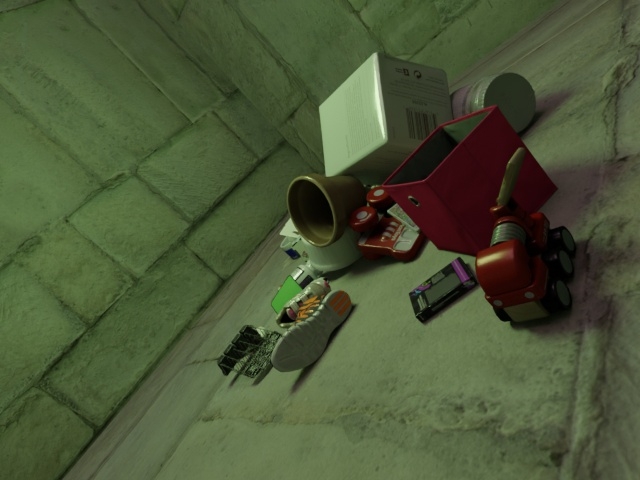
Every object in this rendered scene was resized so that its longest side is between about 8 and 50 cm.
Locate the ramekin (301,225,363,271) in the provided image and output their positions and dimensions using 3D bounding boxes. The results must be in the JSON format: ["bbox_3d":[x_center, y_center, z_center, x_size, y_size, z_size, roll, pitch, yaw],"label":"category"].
[{"bbox_3d":[0.057,-0.016,1.658,0.277,0.135,0.277,-21,29,12],"label":"ramekin"}]

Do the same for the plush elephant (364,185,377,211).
[{"bbox_3d":[0.191,-0.211,1.847,0.272,0.330,0.255,-57,37,-1],"label":"plush elephant"}]

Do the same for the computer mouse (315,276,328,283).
[{"bbox_3d":[-0.019,0.199,1.613,0.106,0.042,0.193,-37,15,30],"label":"computer mouse"}]

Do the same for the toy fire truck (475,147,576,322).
[{"bbox_3d":[0.349,-0.011,0.737,0.158,0.246,0.217,-29,20,48],"label":"toy fire truck"}]

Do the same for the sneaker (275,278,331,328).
[{"bbox_3d":[-0.062,0.236,1.453,0.252,0.103,0.111,-47,-10,22],"label":"sneaker"}]

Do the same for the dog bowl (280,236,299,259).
[{"bbox_3d":[-0.103,-0.018,2.379,0.265,0.104,0.265,-40,14,12],"label":"dog bowl"}]

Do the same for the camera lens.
[{"bbox_3d":[0.580,-0.455,1.462,0.219,0.219,0.274,-45,13,-4],"label":"camera lens"}]

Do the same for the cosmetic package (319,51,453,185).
[{"bbox_3d":[0.236,-0.420,1.549,0.329,0.328,0.393,0,-11,-30],"label":"cosmetic package"}]

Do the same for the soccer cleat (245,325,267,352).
[{"bbox_3d":[-0.301,0.427,1.704,0.196,0.068,0.076,-38,17,11],"label":"soccer cleat"}]

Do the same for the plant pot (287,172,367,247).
[{"bbox_3d":[0.046,-0.134,1.497,0.229,0.263,0.263,-24,0,-35],"label":"plant pot"}]

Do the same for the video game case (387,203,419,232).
[{"bbox_3d":[0.288,-0.084,1.315,0.087,0.122,0.011,-36,-33,-21],"label":"video game case"}]

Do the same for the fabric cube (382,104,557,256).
[{"bbox_3d":[0.364,-0.138,1.056,0.259,0.258,0.254,-45,14,-7],"label":"fabric cube"}]

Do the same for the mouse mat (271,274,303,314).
[{"bbox_3d":[-0.118,0.239,1.605,0.153,0.007,0.189,-57,40,8],"label":"mouse mat"}]

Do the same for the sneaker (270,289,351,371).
[{"bbox_3d":[-0.044,0.287,1.306,0.321,0.125,0.180,-39,6,-27],"label":"sneaker"}]

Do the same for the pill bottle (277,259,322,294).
[{"bbox_3d":[-0.078,0.171,1.729,0.193,0.108,0.108,-47,14,-14],"label":"pill bottle"}]

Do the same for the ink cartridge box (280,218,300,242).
[{"bbox_3d":[-0.042,-0.080,2.155,0.207,0.119,0.353,12,43,23],"label":"ink cartridge box"}]

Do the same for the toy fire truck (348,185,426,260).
[{"bbox_3d":[0.261,-0.058,1.395,0.253,0.169,0.302,9,47,40],"label":"toy fire truck"}]

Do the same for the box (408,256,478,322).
[{"bbox_3d":[0.289,0.117,0.995,0.162,0.029,0.116,-39,14,16],"label":"box"}]

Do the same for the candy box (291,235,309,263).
[{"bbox_3d":[0.000,0.000,1.909,0.233,0.159,0.071,-41,12,8],"label":"candy box"}]

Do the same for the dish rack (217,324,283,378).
[{"bbox_3d":[-0.251,0.414,1.530,0.271,0.074,0.208,-2,43,45],"label":"dish rack"}]
